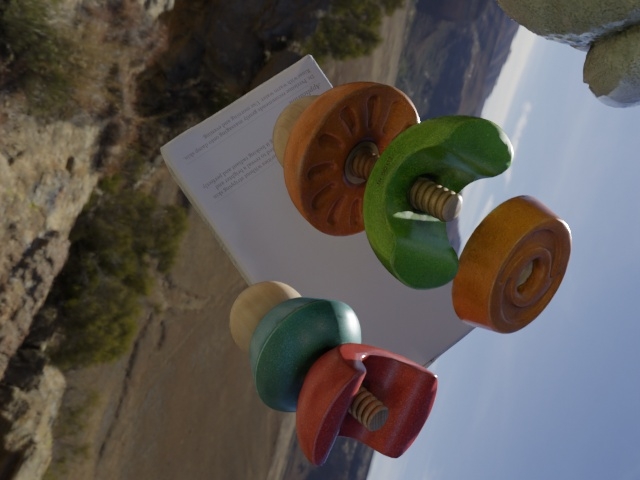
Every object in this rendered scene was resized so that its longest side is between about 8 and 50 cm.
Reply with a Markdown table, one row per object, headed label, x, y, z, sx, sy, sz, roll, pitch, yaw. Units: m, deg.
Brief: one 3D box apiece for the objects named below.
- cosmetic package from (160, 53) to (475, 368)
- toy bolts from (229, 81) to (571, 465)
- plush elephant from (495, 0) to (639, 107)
| label | x | y | z | sx | sy | sz | roll | pitch | yaw |
| --- | --- | --- | --- | --- | --- | --- | --- | --- | --- |
| cosmetic package | 0.000 | 0.000 | 0.806 | 0.217 | 0.385 | 0.156 | -33 | -176 | -9 |
| toy bolts | 0.037 | 0.022 | 0.460 | 0.218 | 0.158 | 0.228 | 21 | 98 | -45 |
| plush elephant | 0.226 | -0.178 | 0.330 | 0.330 | 0.255 | 0.271 | -21 | 124 | -30 |
